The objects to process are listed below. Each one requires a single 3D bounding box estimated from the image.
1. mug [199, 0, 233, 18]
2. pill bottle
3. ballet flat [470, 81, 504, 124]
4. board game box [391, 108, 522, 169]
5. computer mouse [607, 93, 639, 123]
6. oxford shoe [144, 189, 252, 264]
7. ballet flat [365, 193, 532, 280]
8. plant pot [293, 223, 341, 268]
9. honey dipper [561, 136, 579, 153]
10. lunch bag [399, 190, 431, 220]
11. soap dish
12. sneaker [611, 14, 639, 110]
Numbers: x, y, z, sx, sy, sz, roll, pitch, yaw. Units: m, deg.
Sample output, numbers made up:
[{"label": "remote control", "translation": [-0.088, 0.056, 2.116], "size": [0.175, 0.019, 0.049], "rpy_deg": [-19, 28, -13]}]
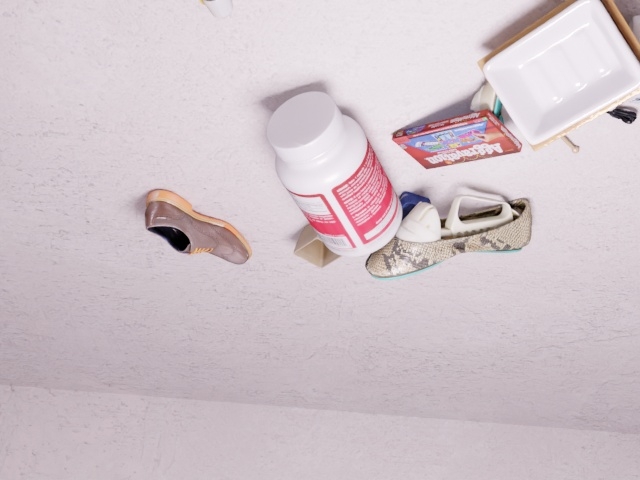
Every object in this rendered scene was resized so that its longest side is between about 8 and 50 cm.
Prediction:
[{"label": "mug", "translation": [-0.212, -0.495, 1.569], "size": [0.062, 0.078, 0.064], "rpy_deg": [-33, 149, -3]}, {"label": "pill bottle", "translation": [0.033, -0.156, 1.852], "size": [0.229, 0.229, 0.407], "rpy_deg": [-11, 142, 20]}, {"label": "ballet flat", "translation": [0.382, -0.291, 1.762], "size": [0.086, 0.086, 0.248], "rpy_deg": [-3, 145, 10]}, {"label": "board game box", "translation": [0.318, -0.233, 1.809], "size": [0.145, 0.027, 0.281], "rpy_deg": [33, 155, -34]}, {"label": "computer mouse", "translation": [0.714, -0.328, 1.696], "size": [0.106, 0.042, 0.193], "rpy_deg": [22, 141, -21]}, {"label": "oxford shoe", "translation": [-0.353, 0.000, 2.193], "size": [0.364, 0.132, 0.130], "rpy_deg": [30, 137, -31]}, {"label": "ballet flat", "translation": [0.338, -0.032, 1.996], "size": [0.483, 0.164, 0.182], "rpy_deg": [-11, 121, -18]}, {"label": "plant pot", "translation": [0.000, 0.000, 2.185], "size": [0.109, 0.096, 0.109], "rpy_deg": [29, 138, -29]}, {"label": "honey dipper", "translation": [0.575, -0.252, 1.831], "size": [0.161, 0.030, 0.030], "rpy_deg": [30, 137, -35]}, {"label": "lunch bag", "translation": [0.255, -0.087, 2.064], "size": [0.098, 0.065, 0.067], "rpy_deg": [18, 127, -16]}, {"label": "soap dish", "translation": [0.502, -0.350, 1.556], "size": [0.291, 0.118, 0.229], "rpy_deg": [-31, 95, 38]}, {"label": "sneaker", "translation": [0.606, -0.374, 1.610], "size": [0.115, 0.090, 0.232], "rpy_deg": [15, 140, 3]}]
